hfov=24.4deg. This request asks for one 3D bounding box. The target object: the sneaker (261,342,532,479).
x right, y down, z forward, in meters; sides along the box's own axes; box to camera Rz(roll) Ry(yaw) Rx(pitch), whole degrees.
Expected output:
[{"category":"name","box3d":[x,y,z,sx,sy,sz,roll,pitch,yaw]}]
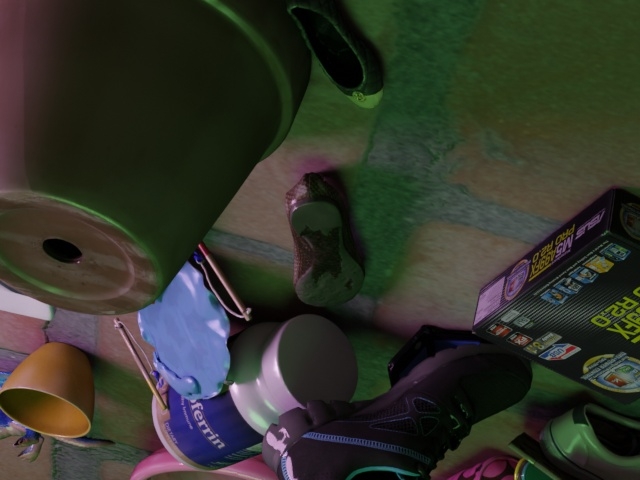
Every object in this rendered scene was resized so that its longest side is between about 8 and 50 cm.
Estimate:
[{"category":"sneaker","box3d":[0.109,0.232,1.724,0.340,0.140,0.125,-21,139,-15]}]

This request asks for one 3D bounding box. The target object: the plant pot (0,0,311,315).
[{"category":"plant pot","box3d":[-0.197,-0.098,1.366,0.323,0.280,0.323,11,145,8]}]

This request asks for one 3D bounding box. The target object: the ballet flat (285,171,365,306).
[{"category":"ballet flat","box3d":[0.000,0.000,1.638,0.084,0.058,0.250,-11,149,2]}]

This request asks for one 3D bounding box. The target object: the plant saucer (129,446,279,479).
[{"category":"plant saucer","box3d":[-0.119,0.383,2.211,0.332,0.084,0.332,10,147,7]}]

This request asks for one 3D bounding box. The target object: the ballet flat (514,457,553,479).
[{"category":"ballet flat","box3d":[0.317,0.340,1.960,0.231,0.077,0.077,24,162,-34]}]

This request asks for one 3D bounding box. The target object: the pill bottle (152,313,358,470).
[{"category":"pill bottle","box3d":[-0.082,0.188,1.849,0.153,0.153,0.264,33,142,-25]}]

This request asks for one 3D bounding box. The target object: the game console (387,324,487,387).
[{"category":"game console","box3d":[0.145,0.163,1.794,0.071,0.107,0.122,32,155,30]}]

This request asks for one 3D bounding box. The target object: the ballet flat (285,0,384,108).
[{"category":"ballet flat","box3d":[0.008,-0.178,1.368,0.057,0.049,0.173,-5,141,30]}]

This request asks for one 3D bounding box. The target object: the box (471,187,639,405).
[{"category":"box","box3d":[0.323,0.068,1.588,0.216,0.060,0.270,26,145,-14]}]

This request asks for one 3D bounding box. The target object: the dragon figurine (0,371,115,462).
[{"category":"dragon figurine","box3d":[-0.441,0.237,2.118,0.289,0.144,0.085,-2,154,6]}]

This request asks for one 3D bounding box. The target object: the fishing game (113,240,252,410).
[{"category":"fishing game","box3d":[-0.160,0.102,1.784,0.189,0.041,0.264,56,139,16]}]

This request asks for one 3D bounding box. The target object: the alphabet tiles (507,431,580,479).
[{"category":"alphabet tiles","box3d":[0.339,0.317,1.833,0.237,0.009,0.198,35,-171,14]}]

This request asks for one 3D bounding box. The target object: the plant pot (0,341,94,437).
[{"category":"plant pot","box3d":[-0.364,0.197,2.030,0.134,0.095,0.134,12,146,8]}]

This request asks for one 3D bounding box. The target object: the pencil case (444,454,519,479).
[{"category":"pencil case","box3d":[0.207,0.373,2.047,0.095,0.098,0.209,24,145,-13]}]

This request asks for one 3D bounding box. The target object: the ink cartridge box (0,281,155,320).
[{"category":"ink cartridge box","box3d":[-0.310,0.002,1.672,0.239,0.060,0.275,13,147,3]}]

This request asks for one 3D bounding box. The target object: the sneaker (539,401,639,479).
[{"category":"sneaker","box3d":[0.399,0.281,1.838,0.258,0.094,0.091,24,139,-18]}]
